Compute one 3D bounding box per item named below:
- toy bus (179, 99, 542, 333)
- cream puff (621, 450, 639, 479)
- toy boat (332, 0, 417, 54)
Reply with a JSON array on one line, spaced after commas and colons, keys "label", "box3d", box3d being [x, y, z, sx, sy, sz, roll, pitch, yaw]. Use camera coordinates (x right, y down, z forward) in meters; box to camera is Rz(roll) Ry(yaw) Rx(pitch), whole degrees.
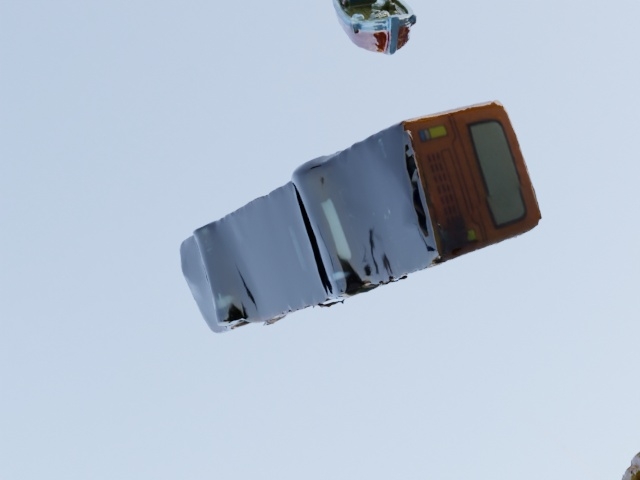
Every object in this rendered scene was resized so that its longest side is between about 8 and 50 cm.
[{"label": "toy bus", "box3d": [0.000, 0.000, 0.833, 0.092, 0.409, 0.093, -17, -92, -25]}, {"label": "cream puff", "box3d": [0.169, 0.122, 0.465, 0.165, 0.115, 0.150, -44, -21, -6]}, {"label": "toy boat", "box3d": [0.053, -0.238, 1.230, 0.069, 0.173, 0.059, -11, -59, -8]}]
